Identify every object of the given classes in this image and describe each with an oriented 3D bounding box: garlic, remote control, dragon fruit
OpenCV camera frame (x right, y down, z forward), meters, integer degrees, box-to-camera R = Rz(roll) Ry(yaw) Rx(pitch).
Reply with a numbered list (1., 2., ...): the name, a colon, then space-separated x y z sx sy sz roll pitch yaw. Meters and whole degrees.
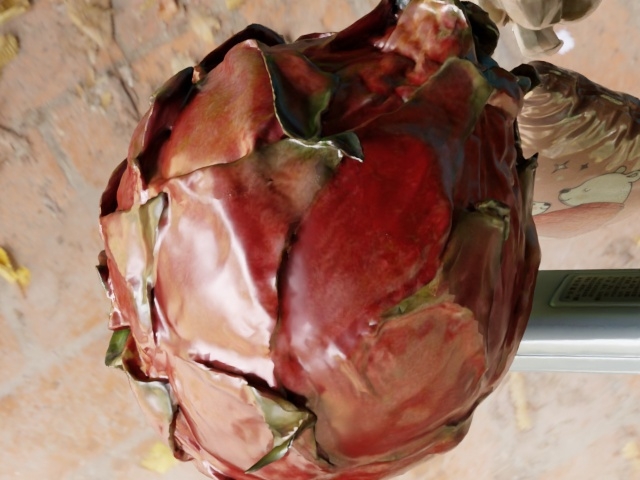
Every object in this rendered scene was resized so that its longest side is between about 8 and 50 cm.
1. garlic: 0.160 -0.194 0.921 0.131 0.194 0.127 9 67 29
2. remote control: 0.171 0.047 0.791 0.244 0.087 0.047 -2 117 30
3. dragon fruit: 0.000 0.000 0.683 0.244 0.244 0.299 28 108 9

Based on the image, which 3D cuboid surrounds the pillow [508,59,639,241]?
1. pillow: 0.171 -0.055 0.994 0.236 0.223 0.084 12 65 -31
